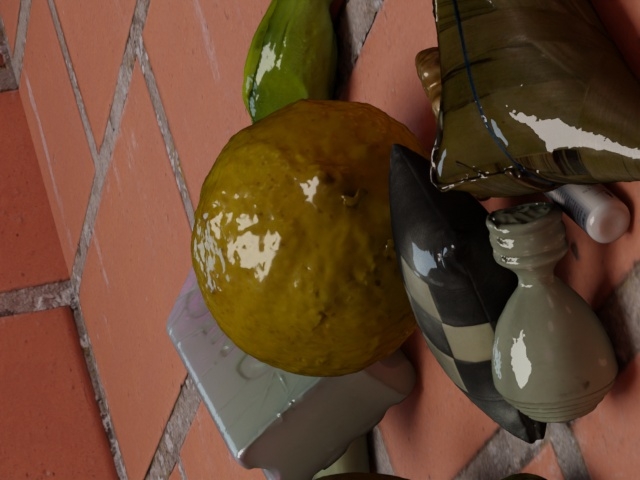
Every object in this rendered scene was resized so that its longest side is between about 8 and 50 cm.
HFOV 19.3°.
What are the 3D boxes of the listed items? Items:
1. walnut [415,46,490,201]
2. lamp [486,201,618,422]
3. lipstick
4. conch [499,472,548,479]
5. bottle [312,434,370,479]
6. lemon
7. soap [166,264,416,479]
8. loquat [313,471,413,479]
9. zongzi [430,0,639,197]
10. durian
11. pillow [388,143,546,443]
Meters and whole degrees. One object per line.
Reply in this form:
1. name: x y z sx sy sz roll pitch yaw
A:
1. walnut: 0.134 -0.108 1.666 0.170 0.069 0.143 -67 -43 -83
2. lamp: 0.188 0.063 1.571 0.106 0.106 0.193 -146 42 -65
3. lipstick: 0.209 -0.044 1.570 0.141 0.040 0.040 -129 33 -54
4. conch: 0.198 0.298 1.671 0.181 0.124 0.187 125 124 -69
5. bottle: 0.018 0.217 2.239 0.072 0.072 0.201 -153 55 -67
6. lemon: 0.000 0.000 1.883 0.322 0.268 0.268 124 133 -65
7. soap: -0.049 0.108 2.149 0.115 0.208 0.347 44 -173 -37
8. loquat: 0.060 0.370 1.862 0.284 0.276 0.276 35 157 -2
9. zongzi: 0.195 -0.165 1.458 0.289 0.123 0.260 -8 83 59
10. durian: -0.029 -0.184 2.120 0.139 0.101 0.250 -67 -14 -50
11. pillow: 0.132 0.044 1.694 0.186 0.106 0.250 -118 4 -53
